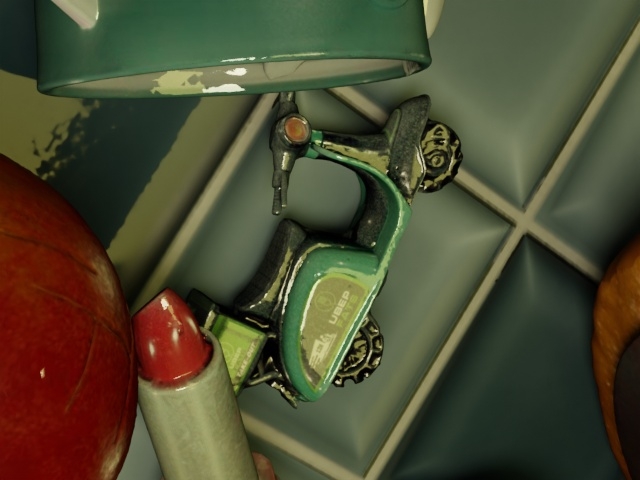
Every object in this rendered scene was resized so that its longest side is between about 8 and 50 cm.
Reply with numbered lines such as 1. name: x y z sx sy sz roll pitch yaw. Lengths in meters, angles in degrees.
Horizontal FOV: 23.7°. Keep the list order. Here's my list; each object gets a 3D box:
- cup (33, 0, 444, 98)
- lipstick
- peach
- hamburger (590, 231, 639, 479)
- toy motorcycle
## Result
1. cup: -0.042 -0.150 0.629 0.299 0.167 0.173 -6 92 -50
2. lipstick: -0.055 0.088 0.699 0.063 0.057 0.186 -11 129 0
3. peach: -0.156 0.053 0.611 0.197 0.197 0.197 -7 105 -25
4. hamburger: 0.318 0.090 0.778 0.250 0.330 0.330 -30 114 -19
5. toy motorcycle: 0.000 0.000 0.740 0.100 0.058 0.173 25 92 -24
